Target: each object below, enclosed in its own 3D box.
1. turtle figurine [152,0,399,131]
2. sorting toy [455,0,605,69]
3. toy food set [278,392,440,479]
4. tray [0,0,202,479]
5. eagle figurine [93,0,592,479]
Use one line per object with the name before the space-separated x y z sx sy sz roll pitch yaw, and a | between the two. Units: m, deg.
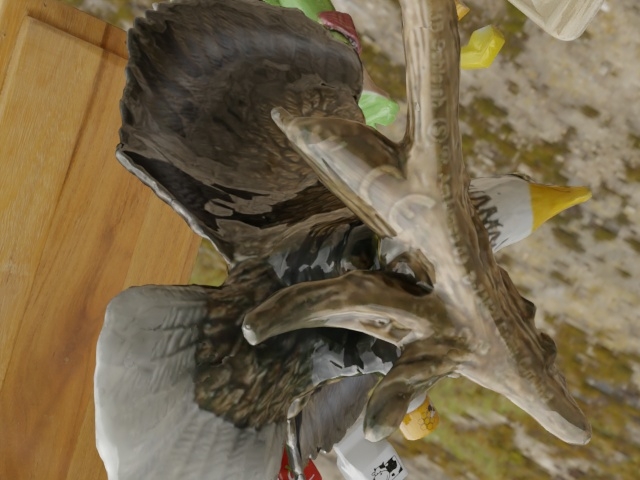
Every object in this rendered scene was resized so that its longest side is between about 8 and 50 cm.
turtle figurine | -0.024 -0.182 0.933 0.197 0.266 0.275 -6 155 -13
sorting toy | 0.221 -0.311 1.203 0.041 0.307 0.229 15 -153 -41
toy food set | -0.006 0.188 1.023 0.111 0.232 0.104 5 130 58
tray | -0.186 0.071 0.691 0.076 0.411 0.203 16 179 37
eagle figurine | 0.011 0.001 0.516 0.225 0.226 0.298 18 -178 -20
